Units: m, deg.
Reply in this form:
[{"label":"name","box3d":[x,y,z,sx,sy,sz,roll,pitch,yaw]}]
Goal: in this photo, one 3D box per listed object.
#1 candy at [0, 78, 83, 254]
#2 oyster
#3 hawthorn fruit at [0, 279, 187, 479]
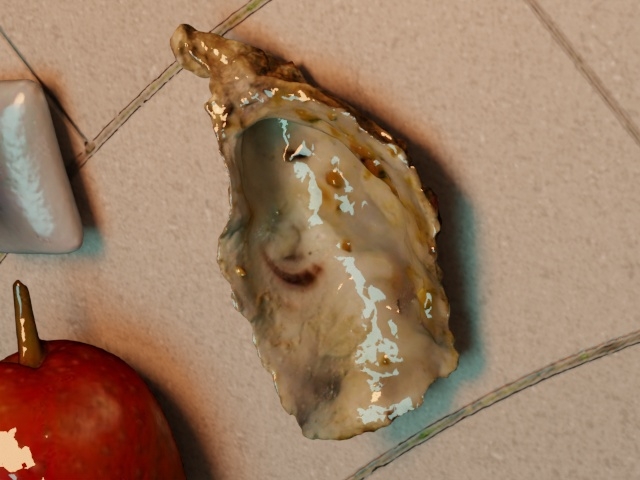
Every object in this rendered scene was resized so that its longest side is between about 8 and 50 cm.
[{"label":"candy","box3d":[-0.298,-0.070,1.909,0.138,0.071,0.174,0,112,38]},{"label":"oyster","box3d":[0.018,-0.017,1.692,0.204,0.111,0.396,-12,106,23]},{"label":"hawthorn fruit","box3d":[-0.272,0.218,1.927,0.285,0.285,0.368,1,105,37]}]
